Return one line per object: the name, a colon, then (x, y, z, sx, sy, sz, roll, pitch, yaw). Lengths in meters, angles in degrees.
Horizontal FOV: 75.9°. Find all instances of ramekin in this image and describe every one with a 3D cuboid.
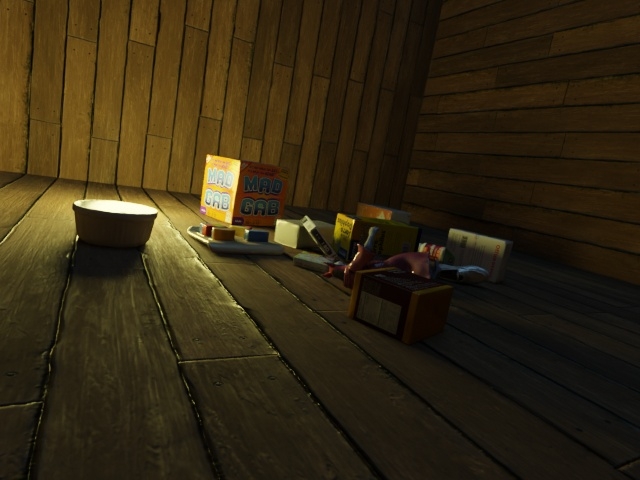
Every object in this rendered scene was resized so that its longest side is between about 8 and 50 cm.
ramekin: (-0.733, -0.060, 1.466, 0.273, 0.127, 0.273, 10, 10, -2)

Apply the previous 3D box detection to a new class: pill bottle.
pill bottle: (0.596, 0.061, 2.226, 0.152, 0.086, 0.086, 15, 11, 31)

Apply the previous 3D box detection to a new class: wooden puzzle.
wooden puzzle: (-0.364, -0.021, 1.752, 0.322, 0.080, 0.348, 4, 11, -33)

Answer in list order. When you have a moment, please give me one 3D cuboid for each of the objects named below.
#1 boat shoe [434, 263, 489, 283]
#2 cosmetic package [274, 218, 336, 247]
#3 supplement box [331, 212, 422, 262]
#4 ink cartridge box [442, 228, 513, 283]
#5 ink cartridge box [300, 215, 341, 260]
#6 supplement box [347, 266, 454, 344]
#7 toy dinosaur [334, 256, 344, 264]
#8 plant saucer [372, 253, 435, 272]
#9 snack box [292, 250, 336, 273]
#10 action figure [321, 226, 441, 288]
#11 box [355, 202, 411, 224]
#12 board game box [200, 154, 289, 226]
boat shoe: (0.597, 0.152, 1.757, 0.227, 0.083, 0.076, 2, 17, 28)
cosmetic package: (-0.062, -0.035, 2.046, 0.160, 0.113, 0.310, 18, 13, 40)
supplement box: (0.260, -0.001, 1.919, 0.357, 0.195, 0.194, 5, 10, -22)
ink cartridge box: (0.754, 0.069, 1.982, 0.278, 0.201, 0.117, 18, 13, 41)
ink cartridge box: (0.000, 0.000, 1.829, 0.208, 0.045, 0.206, 53, -1, -21)
supplement box: (0.213, 0.163, 1.094, 0.194, 0.129, 0.191, 18, 13, 40)
toy dinosaur: (0.055, 0.098, 1.660, 0.082, 0.047, 0.090, -3, -20, -20)
plant saucer: (0.327, 0.119, 1.697, 0.311, 0.050, 0.310, 9, 12, -2)
snack box: (-0.023, 0.083, 1.586, 0.141, 0.037, 0.100, 13, 18, 19)
action figure: (0.188, 0.124, 1.347, 0.371, 0.248, 0.275, -2, 52, 2)
box: (0.383, -0.106, 2.611, 0.168, 0.214, 0.345, 3, 11, -33)
board game box: (-0.453, -0.295, 2.452, 0.357, 0.356, 0.356, 0, 14, -45)
